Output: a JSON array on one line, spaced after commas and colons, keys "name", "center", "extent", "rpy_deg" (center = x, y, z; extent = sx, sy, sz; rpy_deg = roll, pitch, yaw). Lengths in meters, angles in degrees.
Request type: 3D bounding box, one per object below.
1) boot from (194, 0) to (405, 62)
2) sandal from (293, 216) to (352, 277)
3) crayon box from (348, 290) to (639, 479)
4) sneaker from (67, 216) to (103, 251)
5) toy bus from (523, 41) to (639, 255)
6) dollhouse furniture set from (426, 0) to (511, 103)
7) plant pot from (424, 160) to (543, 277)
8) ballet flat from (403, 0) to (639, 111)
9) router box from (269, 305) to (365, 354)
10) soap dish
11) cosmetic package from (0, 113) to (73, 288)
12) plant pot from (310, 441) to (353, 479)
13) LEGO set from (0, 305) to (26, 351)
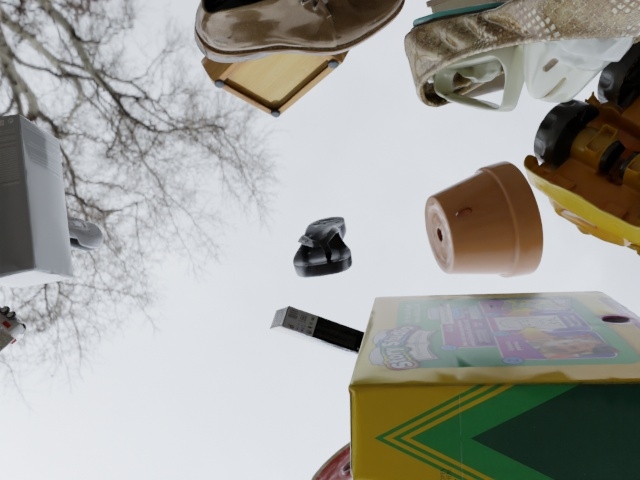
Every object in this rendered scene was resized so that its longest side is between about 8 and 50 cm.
[{"name": "boot", "center": [-0.015, -0.316, 0.842], "extent": [0.305, 0.115, 0.112], "rpy_deg": [-17, -97, -14]}, {"name": "sandal", "center": [-0.001, 0.000, 1.081], "extent": [0.097, 0.054, 0.254], "rpy_deg": [-12, -161, 3]}, {"name": "crayon box", "center": [0.205, 0.145, 0.714], "extent": [0.313, 0.106, 0.363], "rpy_deg": [-3, -173, 10]}, {"name": "sneaker", "center": [-0.587, 0.020, 1.370], "extent": [0.269, 0.153, 0.101], "rpy_deg": [13, -172, 21]}, {"name": "toy bus", "center": [0.315, -0.061, 0.601], "extent": [0.220, 0.211, 0.149], "rpy_deg": [-41, -128, -10]}, {"name": "dollhouse furniture set", "center": [0.393, -0.409, 1.276], "extent": [0.286, 0.198, 0.303], "rpy_deg": [-9, -171, 33]}, {"name": "plant pot", "center": [0.386, -0.033, 1.562], "extent": [0.204, 0.291, 0.291], "rpy_deg": [-13, -126, -7]}, {"name": "ballet flat", "center": [0.120, -0.109, 0.361], "extent": [0.073, 0.067, 0.206], "rpy_deg": [-6, -172, -22]}, {"name": "router box", "center": [-0.001, 0.181, 1.253], "extent": [0.179, 0.133, 0.046], "rpy_deg": [20, -104, -10]}, {"name": "soap dish", "center": [-0.099, -0.415, 1.433], "extent": [0.229, 0.291, 0.118], "rpy_deg": [24, -128, -35]}, {"name": "cosmetic package", "center": [-0.452, -0.053, 0.948], "extent": [0.107, 0.127, 0.238], "rpy_deg": [-8, -102, 3]}, {"name": "plant pot", "center": [0.118, 0.461, 1.041], "extent": [0.275, 0.275, 0.243], "rpy_deg": [-35, -89, -29]}, {"name": "LEGO set", "center": [-0.472, 0.070, 0.840], "extent": [0.182, 0.244, 0.060], "rpy_deg": [49, -119, -9]}]
